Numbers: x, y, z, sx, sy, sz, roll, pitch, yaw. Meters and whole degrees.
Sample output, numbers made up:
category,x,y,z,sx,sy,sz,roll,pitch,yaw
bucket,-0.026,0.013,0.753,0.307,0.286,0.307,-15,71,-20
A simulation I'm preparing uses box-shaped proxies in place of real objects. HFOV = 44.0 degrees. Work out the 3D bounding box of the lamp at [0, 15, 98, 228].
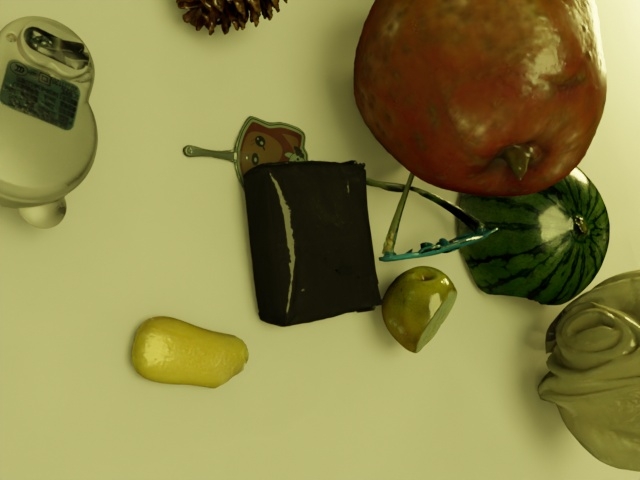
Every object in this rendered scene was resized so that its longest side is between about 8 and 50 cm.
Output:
category,x,y,z,sx,sy,sz,roll,pitch,yaw
lamp,-0.353,-0.146,0.941,0.179,0.108,0.246,24,69,-37

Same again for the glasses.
category,x,y,z,sx,sy,sz,roll,pitch,yaw
glasses,0.166,-0.043,1.338,0.239,0.102,0.207,-11,54,-37

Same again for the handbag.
category,x,y,z,sx,sy,sz,roll,pitch,yaw
handbag,0.000,0.000,1.201,0.223,0.080,0.247,-7,91,-38

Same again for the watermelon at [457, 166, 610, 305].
category,x,y,z,sx,sy,sz,roll,pitch,yaw
watermelon,0.428,-0.032,1.471,0.330,0.189,0.331,1,88,-41

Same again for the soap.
category,x,y,z,sx,sy,sz,roll,pitch,yaw
soap,-0.178,0.158,1.083,0.168,0.033,0.089,22,74,-33

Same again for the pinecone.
category,x,y,z,sx,sy,sz,roll,pitch,yaw
pinecone,-0.127,-0.366,1.114,0.173,0.173,0.174,5,82,-36

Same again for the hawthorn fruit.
category,x,y,z,sx,sy,sz,roll,pitch,yaw
hawthorn fruit,0.250,-0.239,1.214,0.403,0.403,0.403,5,82,-36

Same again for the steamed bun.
category,x,y,z,sx,sy,sz,roll,pitch,yaw
steamed bun,0.551,0.215,1.447,0.255,0.342,0.368,32,79,-16

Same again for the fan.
category,x,y,z,sx,sy,sz,roll,pitch,yaw
fan,-0.105,-0.123,1.184,0.220,0.009,0.132,4,82,-37

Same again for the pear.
category,x,y,z,sx,sy,sz,roll,pitch,yaw
pear,0.150,0.104,1.281,0.141,0.104,0.141,-47,154,-31
